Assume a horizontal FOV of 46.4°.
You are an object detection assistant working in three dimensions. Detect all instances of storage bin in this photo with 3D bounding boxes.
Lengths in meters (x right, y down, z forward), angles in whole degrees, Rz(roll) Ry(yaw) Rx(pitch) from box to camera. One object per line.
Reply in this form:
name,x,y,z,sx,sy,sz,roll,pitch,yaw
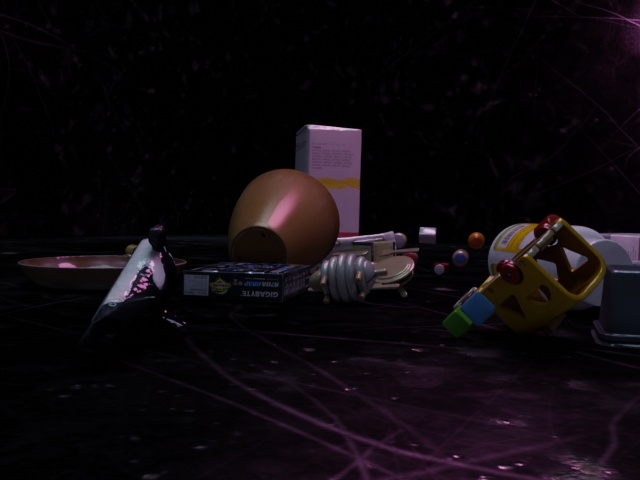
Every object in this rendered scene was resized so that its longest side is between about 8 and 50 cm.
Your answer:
storage bin,0.389,0.078,0.920,0.098,0.091,0.135,2,3,17

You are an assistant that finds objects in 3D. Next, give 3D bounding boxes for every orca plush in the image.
orca plush,-0.184,0.067,0.848,0.102,0.151,0.287,33,-8,-12

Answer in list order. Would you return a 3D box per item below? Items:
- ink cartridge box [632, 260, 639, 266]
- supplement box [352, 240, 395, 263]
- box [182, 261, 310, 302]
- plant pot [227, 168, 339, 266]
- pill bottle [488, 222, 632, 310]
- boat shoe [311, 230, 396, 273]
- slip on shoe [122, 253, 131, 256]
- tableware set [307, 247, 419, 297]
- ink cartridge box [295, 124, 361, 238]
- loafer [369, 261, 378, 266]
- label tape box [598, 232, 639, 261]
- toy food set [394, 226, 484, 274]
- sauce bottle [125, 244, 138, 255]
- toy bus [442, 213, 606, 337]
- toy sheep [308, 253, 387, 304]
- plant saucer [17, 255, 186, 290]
ink cartridge box,0.708,0.084,1.759,0.146,0.045,0.179,0,-16,-11
supplement box,0.121,0.043,1.690,0.083,0.083,0.056,-3,3,-44
box,-0.124,0.070,1.322,0.175,0.051,0.220,2,2,11
plant pot,-0.094,-0.009,1.548,0.237,0.237,0.254,2,16,9
pill bottle,0.389,0.042,1.221,0.137,0.136,0.246,0,3,-15
boat shoe,0.002,0.000,1.782,0.368,0.156,0.136,2,2,0
slip on shoe,-0.414,0.058,1.651,0.135,0.051,0.041,-8,-45,49
tableware set,0.086,0.069,1.383,0.194,0.039,0.128,-4,31,31
ink cartridge box,0.014,-0.130,2.183,0.161,0.384,0.279,1,3,-9
loafer,0.103,0.069,1.470,0.056,0.050,0.148,1,2,-6
label tape box,0.808,0.032,2.027,0.334,0.105,0.241,3,3,36
toy food set,0.285,0.025,1.848,0.233,0.111,0.104,4,3,12
sauce bottle,-0.514,0.034,2.113,0.042,0.042,0.128,-1,4,-35
toy bus,0.262,0.067,0.937,0.104,0.191,0.202,46,13,9
toy sheep,0.045,0.063,1.223,0.132,0.091,0.091,-4,1,12
plant saucer,-0.416,0.061,1.439,0.311,0.050,0.310,1,2,0
